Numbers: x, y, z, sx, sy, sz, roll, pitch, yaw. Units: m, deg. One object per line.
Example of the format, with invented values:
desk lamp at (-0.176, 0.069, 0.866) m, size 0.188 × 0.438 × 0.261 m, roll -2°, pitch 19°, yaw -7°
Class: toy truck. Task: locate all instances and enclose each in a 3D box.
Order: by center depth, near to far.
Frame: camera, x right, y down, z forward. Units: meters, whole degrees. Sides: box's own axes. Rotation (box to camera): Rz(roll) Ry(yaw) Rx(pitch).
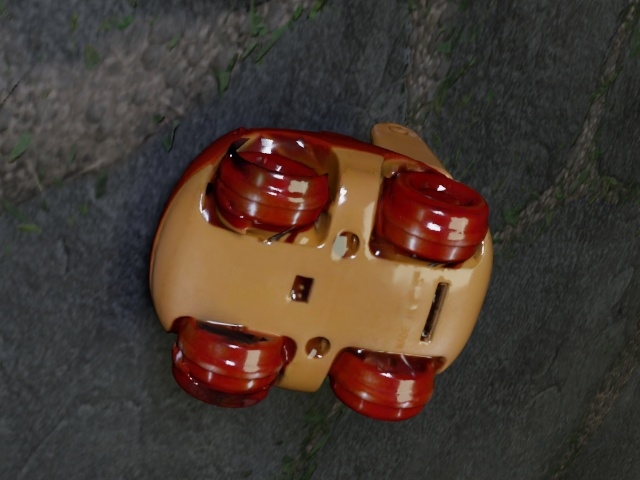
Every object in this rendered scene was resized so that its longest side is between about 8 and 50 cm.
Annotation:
toy truck at (0.000, 0.000, 1.171) m, size 0.264 × 0.239 × 0.189 m, roll 10°, pitch 113°, yaw -17°
